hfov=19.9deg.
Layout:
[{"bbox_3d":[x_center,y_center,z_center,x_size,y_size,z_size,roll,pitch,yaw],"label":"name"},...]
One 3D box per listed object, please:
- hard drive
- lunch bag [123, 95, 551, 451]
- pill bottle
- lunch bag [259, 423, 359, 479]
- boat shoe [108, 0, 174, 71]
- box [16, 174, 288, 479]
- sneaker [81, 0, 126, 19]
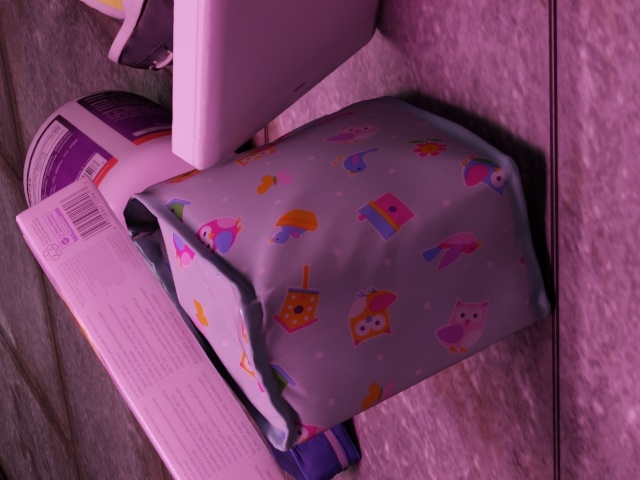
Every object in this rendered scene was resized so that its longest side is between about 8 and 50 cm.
[{"bbox_3d":[-0.020,-0.212,1.215,0.040,0.203,0.307,33,144,21],"label":"hard drive"},{"bbox_3d":[0.000,0.000,1.293,0.262,0.223,0.160,40,153,55],"label":"lunch bag"},{"bbox_3d":[-0.187,-0.046,1.822,0.323,0.182,0.181,-146,42,-61],"label":"pill bottle"},{"bbox_3d":[-0.010,0.185,1.717,0.098,0.065,0.067,31,150,60],"label":"lunch bag"},{"bbox_3d":[-0.126,-0.200,1.646,0.091,0.114,0.302,32,172,-2],"label":"boat shoe"},{"bbox_3d":[-0.106,0.100,1.266,0.324,0.067,0.063,54,170,22],"label":"box"},{"bbox_3d":[-0.200,-0.363,1.660,0.147,0.145,0.384,33,145,42],"label":"sneaker"}]
